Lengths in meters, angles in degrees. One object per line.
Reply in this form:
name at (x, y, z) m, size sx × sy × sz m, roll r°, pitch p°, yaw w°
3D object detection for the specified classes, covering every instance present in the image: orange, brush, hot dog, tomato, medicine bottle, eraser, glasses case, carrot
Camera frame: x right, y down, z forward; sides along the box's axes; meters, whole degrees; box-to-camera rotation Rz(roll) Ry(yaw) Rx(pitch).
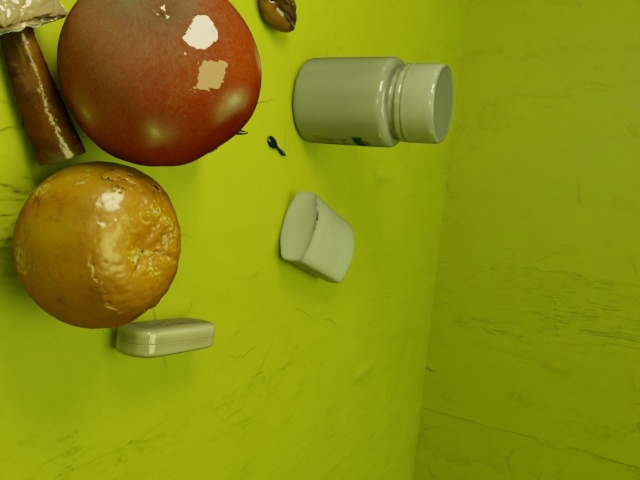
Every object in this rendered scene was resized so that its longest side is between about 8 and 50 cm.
orange at (-0.288, 0.005, 0.716) m, size 0.219 × 0.193 × 0.219 m, roll 21°, pitch 90°, yaw -74°
brush at (-0.099, -0.213, 1.241) m, size 0.083 × 0.008 × 0.024 m, roll 42°, pitch 57°, yaw -59°
hot dog at (-0.087, -0.493, 1.127) m, size 0.140 × 0.060 × 0.089 m, roll 44°, pitch 53°, yaw -55°
tomato at (-0.206, -0.223, 0.715) m, size 0.224 × 0.256 × 0.255 m, roll 127°, pitch -16°, yaw -66°
medicine bottle at (0.126, -0.326, 1.288) m, size 0.208 × 0.340 × 0.208 m, roll -31°, pitch 126°, yaw -58°
eraser at (0.000, 0.000, 1.409) m, size 0.270 × 0.095 × 0.173 m, roll 34°, pitch 67°, yaw -61°
glasses case at (-0.262, 0.165, 0.938) m, size 0.196 × 0.083 × 0.050 m, roll 9°, pitch 90°, yaw -66°
carrot at (-0.357, -0.201, 0.678) m, size 0.061 × 0.061 × 0.209 m, roll -44°, pitch 131°, yaw -51°

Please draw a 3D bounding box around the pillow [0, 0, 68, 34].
pillow at (-0.380, -0.272, 0.565) m, size 0.126 × 0.043 × 0.232 m, roll 65°, pitch 31°, yaw -18°
